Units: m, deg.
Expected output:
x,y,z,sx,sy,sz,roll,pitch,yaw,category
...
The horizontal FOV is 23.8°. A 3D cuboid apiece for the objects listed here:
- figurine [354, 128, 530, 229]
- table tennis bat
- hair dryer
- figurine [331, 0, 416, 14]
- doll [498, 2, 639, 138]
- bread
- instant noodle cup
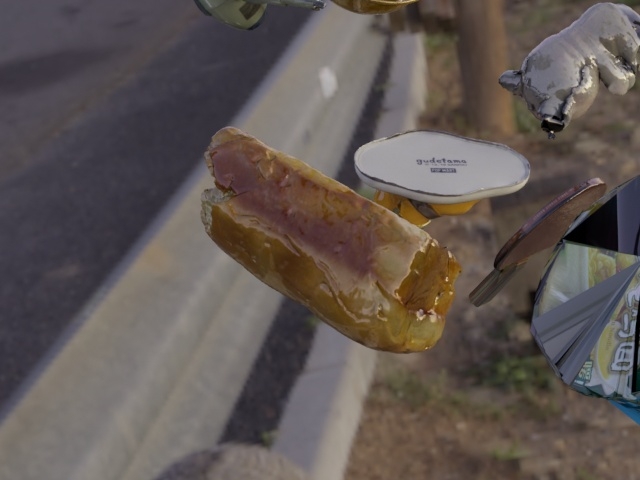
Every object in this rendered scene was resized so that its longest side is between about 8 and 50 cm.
x,y,z,sx,sy,sz,roll,pitch,yaw,category
0.168,-0.057,2.187,0.250,0.141,0.166,7,35,3,figurine
0.228,0.003,1.634,0.130,0.019,0.220,-20,-22,-42,table tennis bat
-0.096,-0.269,1.507,0.067,0.167,0.199,-60,24,-7,hair dryer
0.056,-0.390,1.921,0.167,0.192,0.257,-25,-23,-1,figurine
0.315,-0.211,1.851,0.192,0.095,0.149,-40,39,-1,doll
-0.002,0.006,1.805,0.344,0.149,0.195,31,-2,28,bread
0.343,0.076,1.430,0.240,0.178,0.240,-31,42,33,instant noodle cup
